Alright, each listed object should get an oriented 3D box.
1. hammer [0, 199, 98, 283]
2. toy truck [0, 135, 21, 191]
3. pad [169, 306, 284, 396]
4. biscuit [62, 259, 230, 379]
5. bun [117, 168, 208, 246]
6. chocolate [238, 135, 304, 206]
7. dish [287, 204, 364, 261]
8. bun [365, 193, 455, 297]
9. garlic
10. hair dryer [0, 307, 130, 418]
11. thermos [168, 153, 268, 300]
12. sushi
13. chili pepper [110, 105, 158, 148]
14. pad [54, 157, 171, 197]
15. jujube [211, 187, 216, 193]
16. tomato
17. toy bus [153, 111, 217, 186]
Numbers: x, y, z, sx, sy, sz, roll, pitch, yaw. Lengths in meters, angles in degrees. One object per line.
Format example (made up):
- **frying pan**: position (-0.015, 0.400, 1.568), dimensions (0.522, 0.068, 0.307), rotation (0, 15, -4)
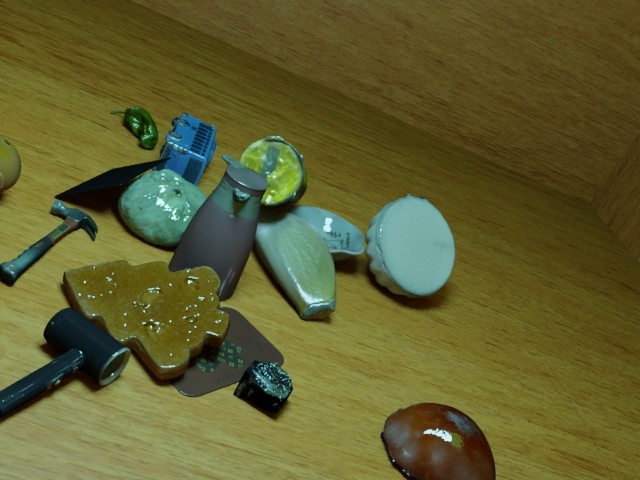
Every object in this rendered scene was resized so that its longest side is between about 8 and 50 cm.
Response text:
- **hammer**: position (-0.511, 0.004, 1.317), dimensions (0.111, 0.033, 0.287), rotation (26, 25, -2)
- **toy truck**: position (-0.669, -0.192, 1.284), dimensions (0.239, 0.265, 0.189), rotation (-4, 39, -32)
- **pad**: position (-0.198, 0.196, 1.293), dimensions (0.181, 0.004, 0.267), rotation (40, 27, 25)
- **biscuit**: position (-0.311, 0.116, 1.258), dimensions (0.306, 0.043, 0.284), rotation (19, 36, 0)
- **bun**: position (-0.333, -0.080, 1.552), dimensions (0.204, 0.126, 0.212), rotation (37, 25, 17)
- **chocolate**: position (-0.104, -0.141, 1.774), dimensions (0.162, 0.162, 0.445), rotation (29, 0, 3)
- **dish**: position (0.000, 0.000, 1.790), dimensions (0.229, 0.081, 0.229), rotation (19, 27, -10)
- **bun**: position (0.205, 0.027, 1.832), dimensions (0.263, 0.175, 0.263), rotation (9, 73, -31)
- **garlic**: position (-0.052, 0.049, 1.602), dimensions (0.143, 0.112, 0.318), rotation (-14, 49, -24)
- **hair dryer**: position (-0.411, 0.188, 1.030), dimensions (0.128, 0.070, 0.255), rotation (34, 30, 16)
- **thermos**: position (-0.194, -0.030, 1.426), dimensions (0.146, 0.265, 0.176), rotation (21, 24, -13)
- **sushi**: position (-0.091, 0.250, 1.231), dimensions (0.083, 0.056, 0.085), rotation (31, 26, 9)
- **chili pepper**: position (-0.494, -0.326, 1.929), dimensions (0.073, 0.072, 0.204), rotation (0, 37, -42)
- **pad**: position (-0.456, -0.143, 1.573), dimensions (0.170, 0.006, 0.245), rotation (-7, 18, 17)
- **jujube**: position (-0.219, -0.084, 1.695), dimensions (0.104, 0.104, 0.166), rotation (37, 14, 19)
- **tomato**: position (0.235, 0.364, 1.281), dimensions (0.228, 0.112, 0.199), rotation (32, 23, 4)
- **toy bus**: position (-0.349, -0.236, 1.854), dimensions (0.134, 0.116, 0.234), rotation (22, 27, -12)
